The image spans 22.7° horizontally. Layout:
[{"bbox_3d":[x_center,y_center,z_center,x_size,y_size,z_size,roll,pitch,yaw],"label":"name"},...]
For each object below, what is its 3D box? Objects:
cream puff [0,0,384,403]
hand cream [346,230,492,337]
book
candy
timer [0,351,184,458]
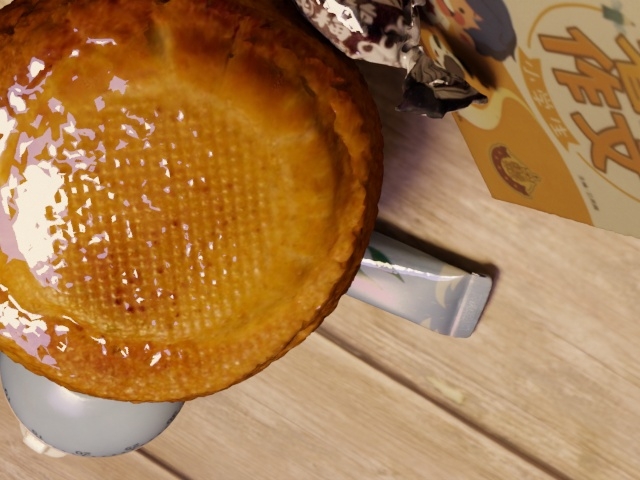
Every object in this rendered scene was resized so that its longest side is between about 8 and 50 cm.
[{"bbox_3d":[-0.107,-0.044,1.026,0.303,0.212,0.303,-3,115,-6],"label":"cream puff"},{"bbox_3d":[0.000,0.000,1.157,0.256,0.055,0.088,22,143,6],"label":"hand cream"},{"bbox_3d":[0.152,-0.082,0.884,0.295,0.020,0.208,20,145,55],"label":"book"},{"bbox_3d":[0.004,-0.147,0.935,0.226,0.094,0.051,42,142,6],"label":"candy"},{"bbox_3d":[-0.199,0.121,1.340,0.175,0.175,0.255,36,144,-1],"label":"timer"}]
